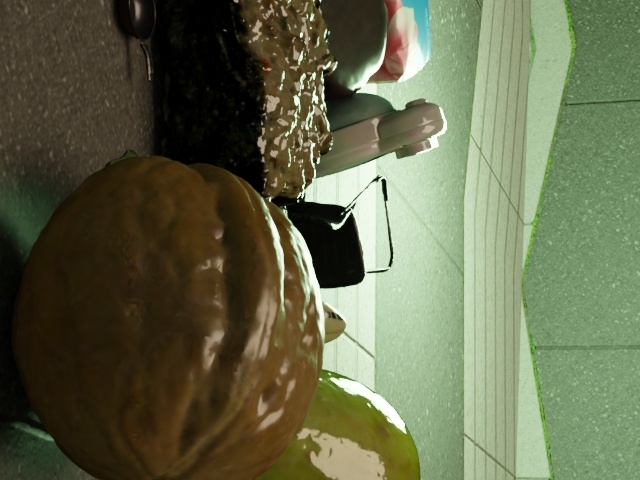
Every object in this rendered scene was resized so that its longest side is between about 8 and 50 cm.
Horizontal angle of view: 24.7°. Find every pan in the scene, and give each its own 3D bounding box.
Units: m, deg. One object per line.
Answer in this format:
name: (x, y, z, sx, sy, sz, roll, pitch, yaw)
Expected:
pan: (-0.204, -0.233, 1.623, 0.068, 0.023, 0.115, -14, 98, -72)

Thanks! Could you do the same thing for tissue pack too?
tissue pack: (0.104, -0.406, 2.373, 0.209, 0.137, 0.270, -48, 133, -66)

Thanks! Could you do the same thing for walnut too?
walnut: (-0.141, 0.077, 1.392, 0.333, 0.332, 0.333, -2, 90, -71)

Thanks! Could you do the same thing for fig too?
fig: (-0.023, 0.269, 1.767, 0.326, 0.258, 0.258, 48, 42, -43)

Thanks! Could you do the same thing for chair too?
chair: (0.000, 0.000, 2.033, 0.221, 0.140, 0.145, -37, 123, -65)

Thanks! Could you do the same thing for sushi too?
sushi: (-0.087, -0.195, 1.739, 0.211, 0.170, 0.350, 32, 57, -66)

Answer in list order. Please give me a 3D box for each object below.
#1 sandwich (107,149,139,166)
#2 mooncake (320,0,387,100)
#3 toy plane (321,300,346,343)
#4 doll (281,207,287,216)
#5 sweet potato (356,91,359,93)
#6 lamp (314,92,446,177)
sandwich: (-0.178, -0.039, 1.602, 0.074, 0.074, 0.116, -52, 137, -63)
mooncake: (-0.025, -0.327, 1.984, 0.283, 0.141, 0.283, 18, 69, -60)
toy plane: (-0.075, 0.096, 1.693, 0.244, 0.229, 0.092, 15, 115, -37)
doll: (-0.074, -0.115, 1.888, 0.149, 0.095, 0.192, 89, 9, -63)
sweet potato: (0.026, -0.296, 2.237, 0.269, 0.074, 0.075, 80, 19, -47)
lamp: (0.053, -0.154, 2.036, 0.179, 0.246, 0.108, -35, 112, -69)
